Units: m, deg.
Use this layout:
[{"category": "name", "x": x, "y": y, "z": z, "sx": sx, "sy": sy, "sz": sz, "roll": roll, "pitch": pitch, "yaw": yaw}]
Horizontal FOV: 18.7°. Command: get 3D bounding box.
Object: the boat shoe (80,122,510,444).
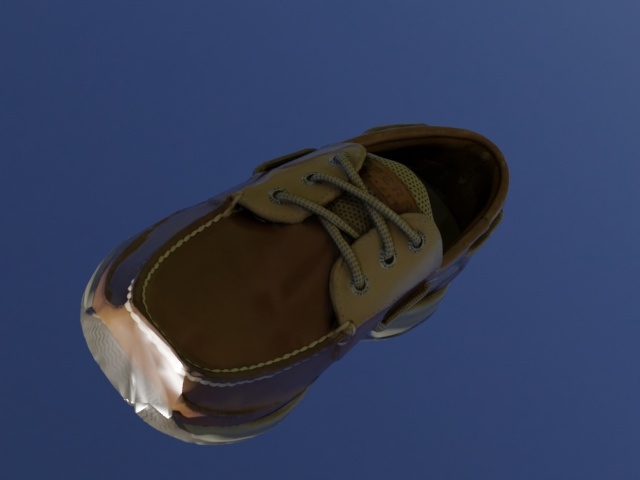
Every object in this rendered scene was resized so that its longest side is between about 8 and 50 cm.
[{"category": "boat shoe", "x": 0.000, "y": 0.000, "z": 1.003, "sx": 0.122, "sy": 0.120, "sz": 0.324, "roll": 49, "pitch": -150, "yaw": 7}]
